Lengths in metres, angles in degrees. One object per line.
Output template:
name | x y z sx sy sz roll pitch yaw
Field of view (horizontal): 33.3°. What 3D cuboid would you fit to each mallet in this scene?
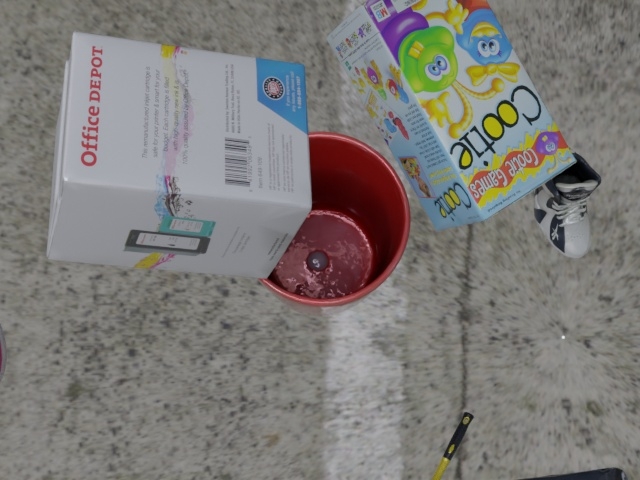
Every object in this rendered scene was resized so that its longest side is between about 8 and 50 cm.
mallet | 0.201 0.371 1.807 0.062 0.039 0.189 20 69 11

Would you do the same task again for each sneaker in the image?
sneaker | 0.431 -0.068 1.853 0.094 0.153 0.235 -14 103 -3

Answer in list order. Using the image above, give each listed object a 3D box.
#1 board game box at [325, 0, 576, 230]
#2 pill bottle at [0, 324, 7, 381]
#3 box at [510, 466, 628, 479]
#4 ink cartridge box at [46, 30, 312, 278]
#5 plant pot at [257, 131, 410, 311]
board game box | 0.150 -0.168 1.259 0.142 0.144 0.275 -31 95 -16
pill bottle | -0.501 0.147 1.202 0.160 0.283 0.160 3 98 21
box | 0.041 0.472 0.810 0.480 0.297 0.471 -10 107 16
ink cartridge box | -0.169 -0.092 1.243 0.270 0.197 0.198 6 62 -17
plant pot | 0.000 0.000 1.699 0.275 0.243 0.275 0 72 -1
